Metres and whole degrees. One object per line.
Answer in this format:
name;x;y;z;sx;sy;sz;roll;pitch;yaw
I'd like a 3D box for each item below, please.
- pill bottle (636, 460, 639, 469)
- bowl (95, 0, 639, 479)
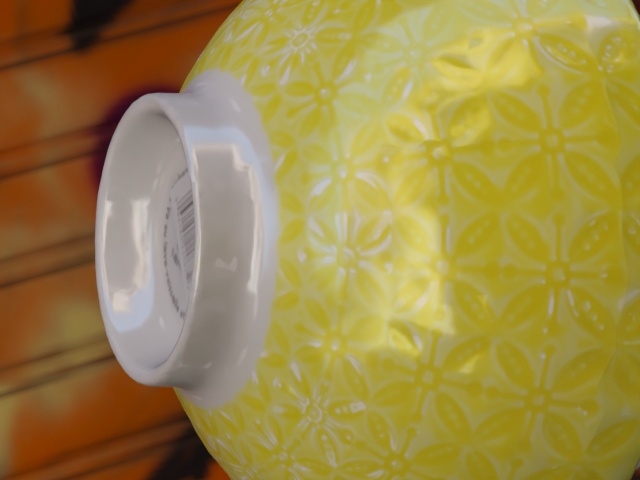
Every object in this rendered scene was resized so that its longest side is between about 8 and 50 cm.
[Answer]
pill bottle;0.107;0.014;1.309;0.210;0.210;0.363;-12;-34;20
bowl;0.000;0.000;0.806;0.156;0.289;0.289;2;-1;-26
